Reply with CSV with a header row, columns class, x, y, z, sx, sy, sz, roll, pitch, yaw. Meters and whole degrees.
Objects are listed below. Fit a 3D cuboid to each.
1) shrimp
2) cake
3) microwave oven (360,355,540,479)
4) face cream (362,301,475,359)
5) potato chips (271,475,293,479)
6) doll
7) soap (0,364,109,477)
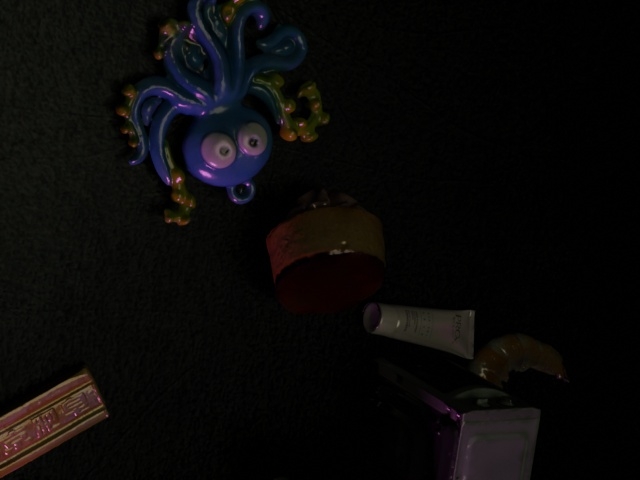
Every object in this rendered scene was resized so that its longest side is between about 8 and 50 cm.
class,x,y,z,sx,sy,sz,roll,pitch,yaw
shrimp,0.351,0.265,2.107,0.287,0.068,0.185,-32,118,-28
cake,0.000,0.000,1.811,0.208,0.178,0.185,-39,140,28
microwave oven,0.210,0.343,1.909,0.181,0.295,0.237,3,100,-28
face cream,0.185,0.156,1.993,0.244,0.058,0.092,11,78,-33
potato chips,0.033,0.545,1.872,0.373,0.097,0.389,13,129,-10
doll,-0.145,-0.219,1.711,0.346,0.099,0.341,-22,113,-24
soap,-0.454,0.290,1.706,0.252,0.037,0.092,-29,115,-19
